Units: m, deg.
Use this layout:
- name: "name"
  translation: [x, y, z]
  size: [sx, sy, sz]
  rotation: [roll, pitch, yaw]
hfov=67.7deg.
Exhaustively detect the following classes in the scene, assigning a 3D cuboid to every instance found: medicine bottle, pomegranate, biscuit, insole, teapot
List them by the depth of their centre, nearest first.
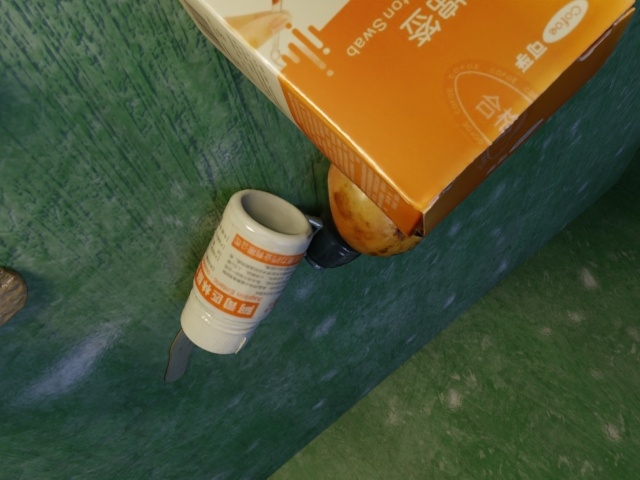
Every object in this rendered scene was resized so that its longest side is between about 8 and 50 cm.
- name: "biscuit"
  translation: [-0.413, 0.075, 0.566]
  size: [0.120, 0.015, 0.120]
  rotation: [-31, 149, -22]
- name: "medicine bottle"
  translation: [-0.124, 0.054, 0.770]
  size: [0.145, 0.144, 0.252]
  rotation: [-7, 135, -47]
- name: "pomegranate"
  translation: [0.105, -0.087, 0.822]
  size: [0.215, 0.215, 0.215]
  rotation: [-31, 148, -22]
- name: "teapot"
  translation: [0.007, 0.008, 0.909]
  size: [0.108, 0.111, 0.149]
  rotation: [-43, 160, 31]
- name: "insole"
  translation: [-0.272, 0.221, 0.941]
  size: [0.064, 0.004, 0.188]
  rotation: [-10, 137, -43]

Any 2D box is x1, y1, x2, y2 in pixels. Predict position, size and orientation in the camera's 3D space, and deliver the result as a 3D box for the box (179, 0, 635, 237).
- name: "box"
  translation: [0.048, -0.197, 0.430]
  size: [0.225, 0.341, 0.143]
  rotation: [-45, 171, 2]
